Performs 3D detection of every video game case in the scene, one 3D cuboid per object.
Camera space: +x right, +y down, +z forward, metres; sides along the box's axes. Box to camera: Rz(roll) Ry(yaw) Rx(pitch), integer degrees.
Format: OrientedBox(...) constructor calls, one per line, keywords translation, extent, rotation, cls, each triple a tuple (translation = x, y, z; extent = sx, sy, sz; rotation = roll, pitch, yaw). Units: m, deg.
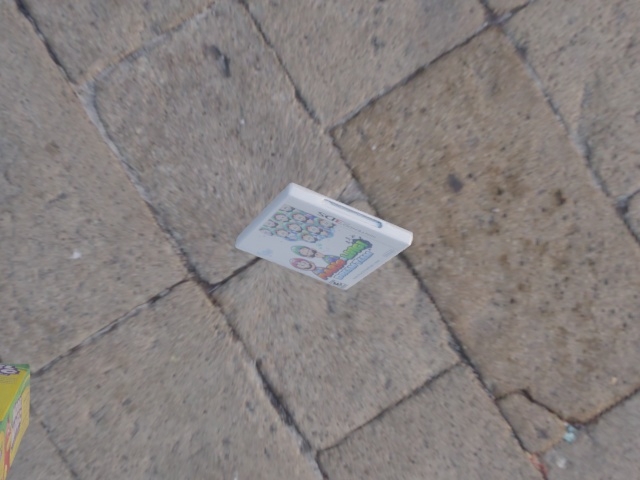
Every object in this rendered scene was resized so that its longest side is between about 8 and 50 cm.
OrientedBox(translation=(0.000, 0.000, 1.083), extent=(0.143, 0.157, 0.019), rotation=(22, 62, -17), cls="video game case")

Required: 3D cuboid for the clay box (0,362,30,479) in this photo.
OrientedBox(translation=(-0.261, 0.118, 0.649), extent=(0.127, 0.222, 0.053), rotation=(3, 97, -11), cls="clay box")
